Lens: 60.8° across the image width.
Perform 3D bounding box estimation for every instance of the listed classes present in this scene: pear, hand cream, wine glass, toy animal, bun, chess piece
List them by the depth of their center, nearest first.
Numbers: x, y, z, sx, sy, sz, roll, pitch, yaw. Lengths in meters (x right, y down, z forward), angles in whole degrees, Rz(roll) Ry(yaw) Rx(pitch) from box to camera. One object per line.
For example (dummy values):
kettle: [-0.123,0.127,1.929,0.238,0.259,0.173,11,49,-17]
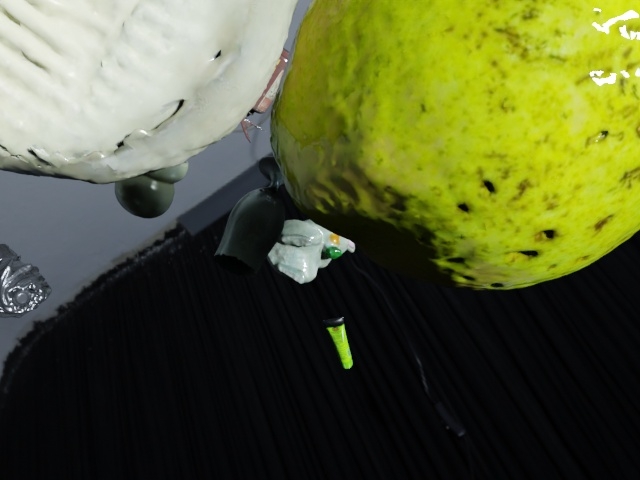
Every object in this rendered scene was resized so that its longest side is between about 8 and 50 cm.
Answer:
bun: [-0.180,-0.224,0.448,0.359,0.211,0.360,0,105,0]
pear: [0.137,-0.126,0.529,0.390,0.391,0.391,-16,142,-13]
wine glass: [-0.104,-0.038,0.922,0.092,0.202,0.093,17,154,9]
hand cream: [0.035,0.183,0.976,0.036,0.023,0.122,-11,127,8]
toy animal: [-0.001,-0.003,1.104,0.125,0.127,0.251,-48,166,30]
chess piece: [-0.355,-0.207,1.208,0.182,0.182,0.330,15,108,-41]

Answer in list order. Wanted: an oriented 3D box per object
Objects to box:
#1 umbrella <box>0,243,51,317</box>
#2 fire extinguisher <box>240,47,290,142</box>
umbrella: [-0.647,0.059,1.087,0.118,0.340,0.118,-21,120,-42]
fire extinguisher: [-0.141,-0.372,1.414,0.106,0.075,0.252,36,104,-5]
